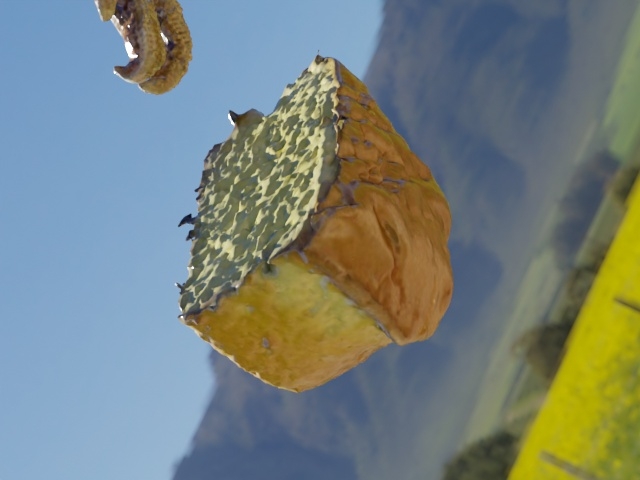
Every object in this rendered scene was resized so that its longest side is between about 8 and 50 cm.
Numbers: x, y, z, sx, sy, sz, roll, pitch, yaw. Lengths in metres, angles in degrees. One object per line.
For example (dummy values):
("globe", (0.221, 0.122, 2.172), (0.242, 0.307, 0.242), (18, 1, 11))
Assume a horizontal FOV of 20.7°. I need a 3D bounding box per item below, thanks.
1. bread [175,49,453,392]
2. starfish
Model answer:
("bread", (0.000, 0.000, 1.022), (0.143, 0.139, 0.229), (-31, 25, 19))
("starfish", (-0.158, -0.197, 1.095), (0.071, 0.238, 0.216), (-38, -53, -4))
